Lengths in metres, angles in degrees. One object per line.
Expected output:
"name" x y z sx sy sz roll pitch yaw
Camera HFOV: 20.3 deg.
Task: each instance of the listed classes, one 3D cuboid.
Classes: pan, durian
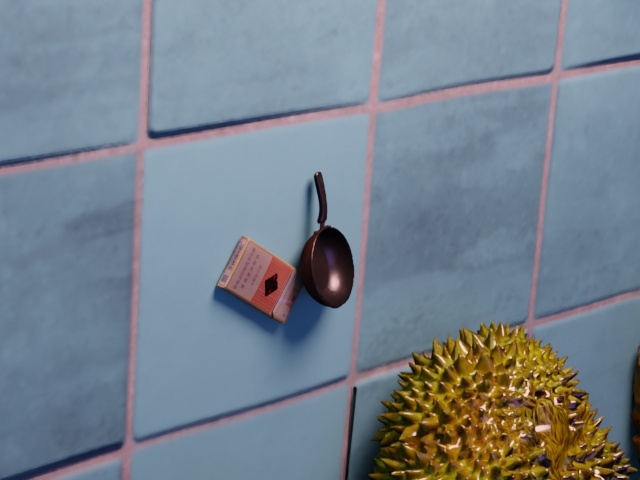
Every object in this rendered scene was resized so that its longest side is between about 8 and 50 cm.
"pan" -0.001 0.000 1.477 0.068 0.023 0.115 -24 108 -58
"durian" 0.160 0.225 1.584 0.291 0.225 0.291 -12 109 -39

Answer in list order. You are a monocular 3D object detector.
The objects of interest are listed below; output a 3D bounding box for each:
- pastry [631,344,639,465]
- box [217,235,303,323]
"pastry" 0.465 0.205 1.844 0.136 0.330 0.329 -21 119 -39
"box" -0.046 0.033 1.451 0.083 0.012 0.046 34 79 -47
